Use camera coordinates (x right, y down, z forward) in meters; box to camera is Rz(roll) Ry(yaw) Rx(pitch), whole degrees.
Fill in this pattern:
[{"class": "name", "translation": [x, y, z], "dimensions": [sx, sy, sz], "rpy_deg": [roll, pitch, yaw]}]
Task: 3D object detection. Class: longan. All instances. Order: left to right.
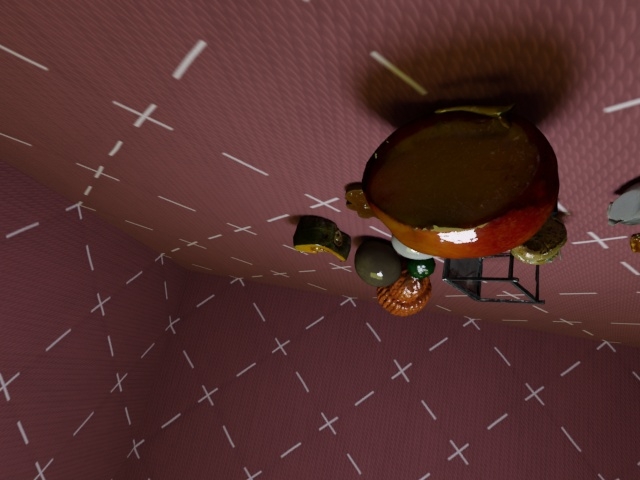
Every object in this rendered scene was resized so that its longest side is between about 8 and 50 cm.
[{"class": "longan", "translation": [0.267, 0.105, 1.935], "dimensions": [0.246, 0.215, 0.246], "rpy_deg": [48, 162, 20]}]

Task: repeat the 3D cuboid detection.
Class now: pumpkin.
[{"class": "pumpkin", "translation": [0.000, 0.001, 1.877], "dimensions": [0.190, 0.139, 0.280], "rpy_deg": [-4, 155, 31]}]

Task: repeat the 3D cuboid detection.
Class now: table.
[{"class": "table", "translation": [0.685, 0.100, 1.607], "dimensions": [0.273, 0.222, 0.335], "rpy_deg": [-5, 157, 42]}]

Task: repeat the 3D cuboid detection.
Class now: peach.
[{"class": "peach", "translation": [0.315, -0.121, 0.949], "dimensions": [0.407, 0.334, 0.310], "rpy_deg": [-5, 164, 30]}]

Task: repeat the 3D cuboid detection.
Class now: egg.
[{"class": "egg", "translation": [0.381, 0.000, 1.601], "dimensions": [0.210, 0.151, 0.151], "rpy_deg": [10, 163, 2]}]

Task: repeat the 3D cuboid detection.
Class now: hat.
[{"class": "hat", "translation": [0.454, 0.221, 2.036], "dimensions": [0.286, 0.284, 0.400], "rpy_deg": [13, 159, -4]}]

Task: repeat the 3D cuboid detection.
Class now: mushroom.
[{"class": "mushroom", "translation": [0.862, -0.123, 0.992], "dimensions": [0.110, 0.097, 0.351], "rpy_deg": [14, 160, -9]}]

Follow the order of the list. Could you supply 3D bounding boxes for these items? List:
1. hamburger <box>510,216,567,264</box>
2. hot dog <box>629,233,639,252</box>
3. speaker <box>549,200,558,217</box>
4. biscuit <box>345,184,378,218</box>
[{"class": "hamburger", "translation": [0.710, -0.006, 1.340], "dimensions": [0.185, 0.177, 0.113], "rpy_deg": [49, 175, 27]}, {"class": "hot dog", "translation": [1.072, 0.010, 1.385], "dimensions": [0.049, 0.036, 0.122], "rpy_deg": [12, 162, 41]}, {"class": "speaker", "translation": [0.604, -0.114, 1.272], "dimensions": [0.219, 0.044, 0.082], "rpy_deg": [12, 163, 1]}, {"class": "biscuit", "translation": [0.173, -0.138, 1.487], "dimensions": [0.180, 0.039, 0.236], "rpy_deg": [7, 162, 22]}]
